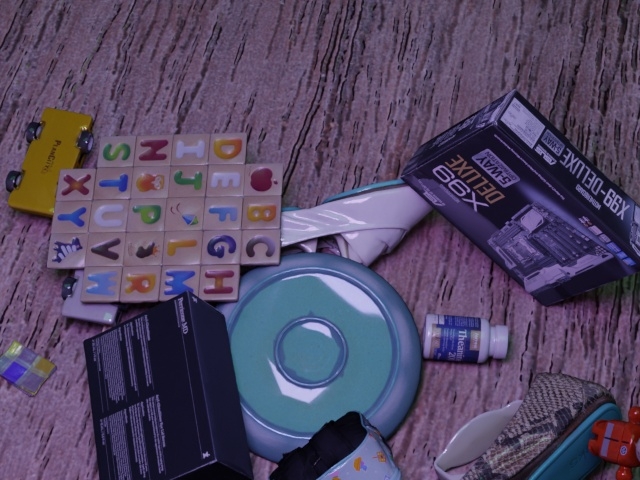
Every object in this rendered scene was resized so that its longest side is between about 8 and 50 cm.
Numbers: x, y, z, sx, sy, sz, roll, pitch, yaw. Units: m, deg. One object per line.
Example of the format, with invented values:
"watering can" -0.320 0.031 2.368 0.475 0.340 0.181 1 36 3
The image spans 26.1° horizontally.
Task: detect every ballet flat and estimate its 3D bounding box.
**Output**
"ballet flat" 0.213 0.347 1.841 0.182 0.164 0.483 19 49 37
"ballet flat" 0.000 0.000 2.079 0.400 0.139 0.139 -10 57 -3

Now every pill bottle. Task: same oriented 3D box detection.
"pill bottle" 0.210 0.144 2.008 0.120 0.067 0.067 4 56 2

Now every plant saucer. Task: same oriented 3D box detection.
"plant saucer" -0.014 0.162 1.956 0.318 0.043 0.317 0 71 1

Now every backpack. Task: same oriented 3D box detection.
"backpack" 0.026 0.319 1.801 0.166 0.188 0.144 -34 89 -5

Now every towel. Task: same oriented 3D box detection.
"towel" -0.429 0.185 1.998 0.083 0.009 0.060 30 61 17

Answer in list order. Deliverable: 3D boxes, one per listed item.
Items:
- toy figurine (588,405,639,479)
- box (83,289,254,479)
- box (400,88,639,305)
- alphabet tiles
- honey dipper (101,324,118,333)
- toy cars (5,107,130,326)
"toy figurine" 0.487 0.289 1.822 0.213 0.148 0.209 -31 106 -24
"box" -0.209 0.227 1.878 0.184 0.103 0.261 -27 55 21
"box" 0.298 -0.053 1.966 0.307 0.242 0.076 41 59 -13
"alphabet tiles" -0.226 -0.037 2.032 0.342 0.011 0.285 -1 60 5
"honey dipper" -0.240 0.152 2.014 0.161 0.030 0.030 13 57 5
"toy cars" -0.365 -0.028 2.101 0.176 0.087 0.393 -25 63 -13
